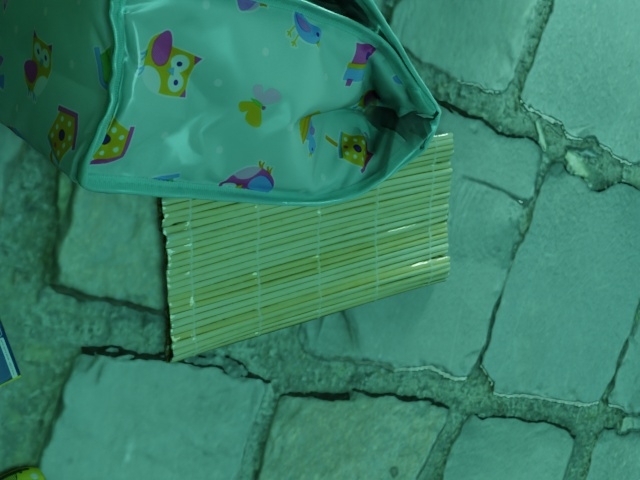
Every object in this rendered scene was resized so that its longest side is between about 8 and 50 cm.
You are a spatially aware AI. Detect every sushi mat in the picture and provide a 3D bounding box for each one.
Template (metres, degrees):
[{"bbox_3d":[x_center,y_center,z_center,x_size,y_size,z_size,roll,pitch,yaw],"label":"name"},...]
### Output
[{"bbox_3d":[0.000,0.000,0.923,0.316,0.019,0.152,-14,111,-33],"label":"sushi mat"}]

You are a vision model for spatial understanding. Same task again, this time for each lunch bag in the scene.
[{"bbox_3d":[-0.074,-0.122,0.697,0.262,0.223,0.160,-1,112,-37],"label":"lunch bag"}]

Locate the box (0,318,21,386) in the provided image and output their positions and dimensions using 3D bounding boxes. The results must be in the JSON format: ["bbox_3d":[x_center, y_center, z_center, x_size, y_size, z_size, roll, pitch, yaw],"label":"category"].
[{"bbox_3d":[-0.297,0.099,0.705,0.168,0.054,0.059,-27,119,-29],"label":"box"}]

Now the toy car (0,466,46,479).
[{"bbox_3d":[-0.224,0.323,0.828,0.225,0.053,0.239,-52,127,-13],"label":"toy car"}]
